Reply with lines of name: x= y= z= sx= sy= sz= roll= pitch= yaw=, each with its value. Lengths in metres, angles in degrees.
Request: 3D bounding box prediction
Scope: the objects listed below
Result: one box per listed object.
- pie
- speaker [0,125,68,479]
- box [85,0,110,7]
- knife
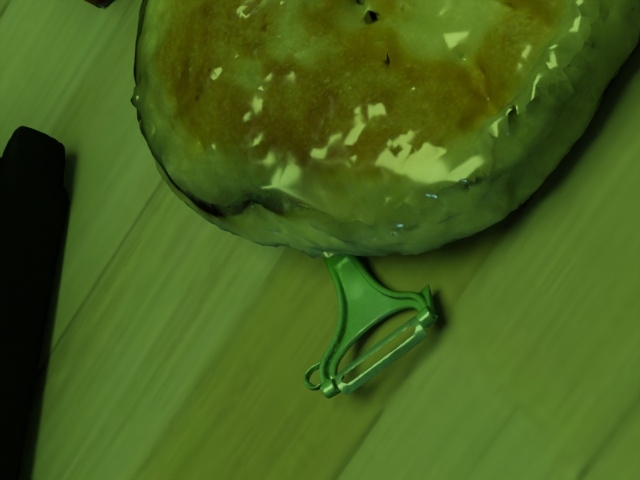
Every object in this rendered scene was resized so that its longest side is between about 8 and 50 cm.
pie: x=0.034 y=-0.150 z=0.879 sx=0.339 sy=0.077 sz=0.339 roll=-17 pitch=62 yaw=34
speaker: x=-0.289 y=0.038 z=1.001 sx=0.184 sy=0.232 sz=0.254 roll=-6 pitch=67 yaw=41
box: x=-0.184 y=-0.216 z=1.027 sx=0.048 sy=0.175 sz=0.112 roll=-30 pitch=57 yaw=31
knife: x=0.001 y=0.001 z=0.889 sx=0.078 sy=0.022 sz=0.166 roll=-35 pitch=53 yaw=12
